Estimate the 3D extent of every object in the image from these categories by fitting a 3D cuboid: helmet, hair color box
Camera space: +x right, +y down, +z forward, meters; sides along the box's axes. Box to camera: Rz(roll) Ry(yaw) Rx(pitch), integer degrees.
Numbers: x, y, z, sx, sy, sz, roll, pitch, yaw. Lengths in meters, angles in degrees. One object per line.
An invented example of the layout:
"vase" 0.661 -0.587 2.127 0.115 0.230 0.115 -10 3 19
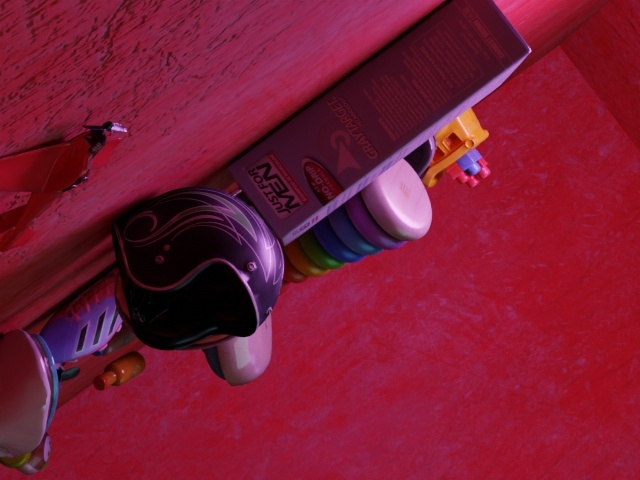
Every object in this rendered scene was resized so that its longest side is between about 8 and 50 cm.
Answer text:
"helmet" -0.124 0.026 1.035 0.161 0.169 0.169 -13 172 -15
"hair color box" 0.068 -0.150 1.261 0.374 0.114 0.185 -37 178 -3

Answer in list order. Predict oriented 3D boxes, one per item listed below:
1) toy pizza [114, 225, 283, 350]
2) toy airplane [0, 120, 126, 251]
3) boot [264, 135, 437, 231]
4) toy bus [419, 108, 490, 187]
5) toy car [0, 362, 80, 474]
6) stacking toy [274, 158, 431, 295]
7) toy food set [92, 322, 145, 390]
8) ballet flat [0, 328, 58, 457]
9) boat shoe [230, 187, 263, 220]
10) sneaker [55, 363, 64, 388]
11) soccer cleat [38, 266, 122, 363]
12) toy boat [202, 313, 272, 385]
"toy pizza" -0.142 0.035 1.147 0.201 0.201 0.032 -36 146 -15
"toy airplane" -0.190 -0.032 0.674 0.151 0.028 0.151 -36 177 -2
"boot" 0.076 -0.123 1.648 0.377 0.138 0.284 -33 179 37
"toy bus" 0.232 -0.182 2.013 0.220 0.211 0.149 -36 180 29
"toy car" -0.477 0.282 1.679 0.188 0.149 0.155 -48 170 -13
"stacking toy" 0.000 0.000 1.483 0.330 0.141 0.141 -31 -179 33
"toy food set" -0.287 0.128 1.568 0.232 0.111 0.104 -46 173 28
"ballet flat" -0.430 0.220 1.256 0.139 0.139 0.400 -36 179 -32
"boat shoe" -0.070 -0.072 1.449 0.190 0.068 0.072 -37 163 -34
"sneaker" -0.416 0.198 1.529 0.038 0.069 0.098 -36 178 -16
"soccer cleat" -0.263 0.066 1.288 0.248 0.083 0.095 -31 147 -15
"toy boat" -0.157 0.098 1.734 0.148 0.267 0.318 -2 -151 9
